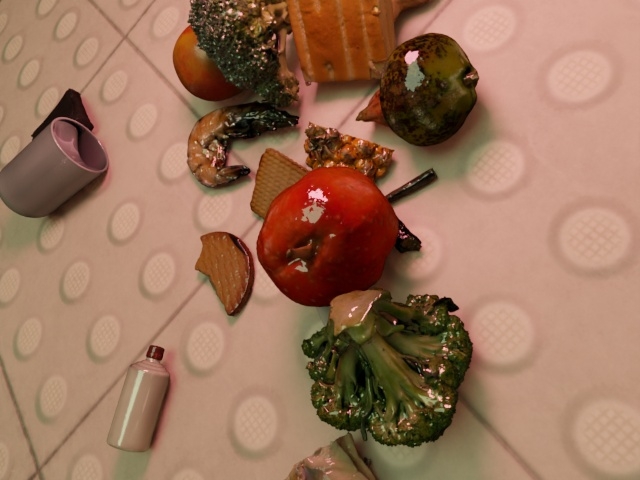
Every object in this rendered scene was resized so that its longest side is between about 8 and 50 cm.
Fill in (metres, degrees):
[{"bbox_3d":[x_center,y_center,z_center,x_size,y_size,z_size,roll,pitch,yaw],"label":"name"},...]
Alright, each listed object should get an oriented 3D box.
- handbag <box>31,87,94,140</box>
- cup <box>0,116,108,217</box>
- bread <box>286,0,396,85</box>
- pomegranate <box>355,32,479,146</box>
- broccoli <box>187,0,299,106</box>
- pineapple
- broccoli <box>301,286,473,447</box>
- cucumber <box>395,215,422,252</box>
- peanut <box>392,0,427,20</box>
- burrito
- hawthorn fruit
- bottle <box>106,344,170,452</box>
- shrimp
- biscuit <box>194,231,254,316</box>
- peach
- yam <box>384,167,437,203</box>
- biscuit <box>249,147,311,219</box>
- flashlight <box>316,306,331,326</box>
[{"bbox_3d":[-0.888,-0.378,1.848,0.247,0.080,0.223,-44,51,12],"label":"handbag"},{"bbox_3d":[-0.854,-0.219,1.693,0.312,0.205,0.206,-32,60,17],"label":"cup"},{"bbox_3d":[0.055,-0.495,1.256,0.239,0.246,0.111,8,39,26],"label":"bread"},{"bbox_3d":[0.211,-0.301,1.152,0.203,0.276,0.222,27,63,-4],"label":"pomegranate"},{"bbox_3d":[-0.153,-0.578,1.299,0.274,0.353,0.397,16,70,21],"label":"broccoli"},{"bbox_3d":[0.022,-0.184,1.218,0.249,0.164,0.140,19,91,28],"label":"pineapple"},{"bbox_3d":[0.104,0.210,0.958,0.321,0.283,0.304,-17,41,19],"label":"broccoli"},{"bbox_3d":[0.147,-0.038,1.159,0.053,0.053,0.181,-45,57,9],"label":"cucumber"},{"bbox_3d":[0.166,-0.581,1.306,0.263,0.101,0.117,-30,87,15],"label":"peanut"},{"bbox_3d":[0.072,0.527,0.959,0.190,0.135,0.332,-43,61,2],"label":"burrito"},{"bbox_3d":[0.000,0.000,1.025,0.286,0.330,0.287,3,99,17],"label":"hawthorn fruit"},{"bbox_3d":[-0.434,0.379,1.310,0.104,0.104,0.245,7,76,31],"label":"bottle"},{"bbox_3d":[-0.217,-0.255,1.431,0.364,0.071,0.233,-1,78,28],"label":"shrimp"},{"bbox_3d":[-0.241,0.081,1.347,0.176,0.031,0.229,-12,69,26],"label":"biscuit"},{"bbox_3d":[-0.286,-0.496,1.462,0.230,0.231,0.231,-10,69,26],"label":"peach"},{"bbox_3d":[0.193,-0.115,1.173,0.129,0.033,0.027,-30,88,23],"label":"yam"},{"bbox_3d":[-0.068,-0.099,1.276,0.254,0.029,0.172,35,120,33],"label":"biscuit"},{"bbox_3d":[0.000,0.112,1.189,0.093,0.047,0.200,-37,59,11],"label":"flashlight"}]
